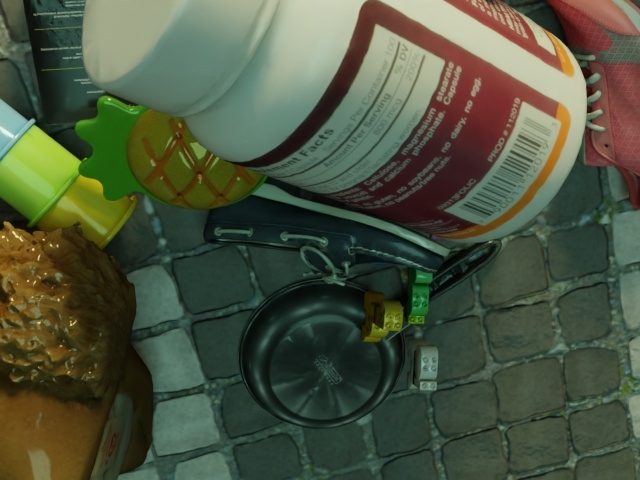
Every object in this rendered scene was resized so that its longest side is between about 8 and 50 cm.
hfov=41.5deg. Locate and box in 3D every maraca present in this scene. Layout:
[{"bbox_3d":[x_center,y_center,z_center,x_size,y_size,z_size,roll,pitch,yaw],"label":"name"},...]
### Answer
[{"bbox_3d":[-0.135,-0.086,0.800,0.186,0.099,0.127,0,118,-9],"label":"maraca"}]

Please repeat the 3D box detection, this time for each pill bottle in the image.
[{"bbox_3d":[0.021,-0.147,0.710,0.392,0.224,0.224,18,108,-37],"label":"pill bottle"}]

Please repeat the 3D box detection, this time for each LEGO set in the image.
[{"bbox_3d":[0.089,0.056,0.895,0.087,0.093,0.227,2,94,-10],"label":"LEGO set"}]

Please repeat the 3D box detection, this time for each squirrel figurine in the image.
[{"bbox_3d":[-0.375,0.130,0.807,0.371,0.281,0.396,12,121,4],"label":"squirrel figurine"}]

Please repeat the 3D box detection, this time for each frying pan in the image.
[{"bbox_3d":[0.067,0.126,0.979,0.326,0.053,0.197,-12,111,0],"label":"frying pan"}]

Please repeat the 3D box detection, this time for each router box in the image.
[{"bbox_3d":[-0.187,-0.187,0.824,0.179,0.046,0.133,-5,112,-6],"label":"router box"}]

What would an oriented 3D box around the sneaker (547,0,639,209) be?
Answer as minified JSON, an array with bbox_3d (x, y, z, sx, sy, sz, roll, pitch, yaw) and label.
[{"bbox_3d":[0.309,-0.145,0.875,0.136,0.116,0.314,-42,110,9],"label":"sneaker"}]

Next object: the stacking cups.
[{"bbox_3d":[-0.322,-0.109,0.810,0.096,0.096,0.316,-43,109,8],"label":"stacking cups"}]

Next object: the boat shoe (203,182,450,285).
[{"bbox_3d":[0.000,0.000,0.847,0.255,0.095,0.079,16,86,13],"label":"boat shoe"}]
